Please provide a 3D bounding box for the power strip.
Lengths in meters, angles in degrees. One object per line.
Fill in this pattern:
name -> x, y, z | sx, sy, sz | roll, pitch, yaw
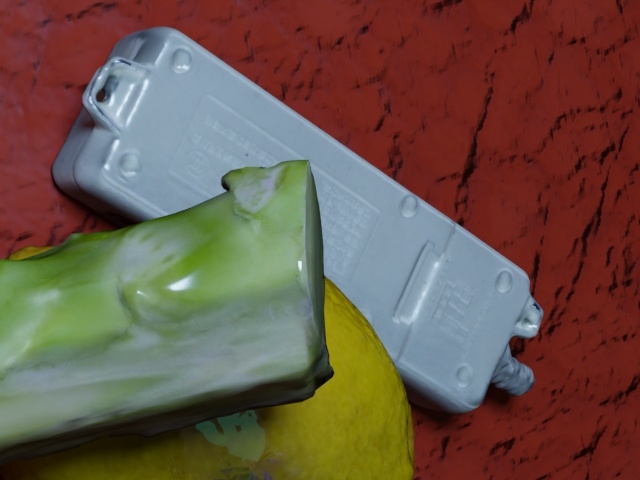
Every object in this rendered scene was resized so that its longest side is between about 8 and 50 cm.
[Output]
power strip -> 0.000, 0.000, 0.937 | 0.338, 0.058, 0.098 | 33, 72, -28

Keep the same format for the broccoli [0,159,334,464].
broccoli -> -0.177, 0.046, 0.640 | 0.361, 0.221, 0.252 | -28, 133, 14

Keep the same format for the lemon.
lemon -> -0.055, 0.090, 0.825 | 0.256, 0.188, 0.188 | 40, 70, -21
